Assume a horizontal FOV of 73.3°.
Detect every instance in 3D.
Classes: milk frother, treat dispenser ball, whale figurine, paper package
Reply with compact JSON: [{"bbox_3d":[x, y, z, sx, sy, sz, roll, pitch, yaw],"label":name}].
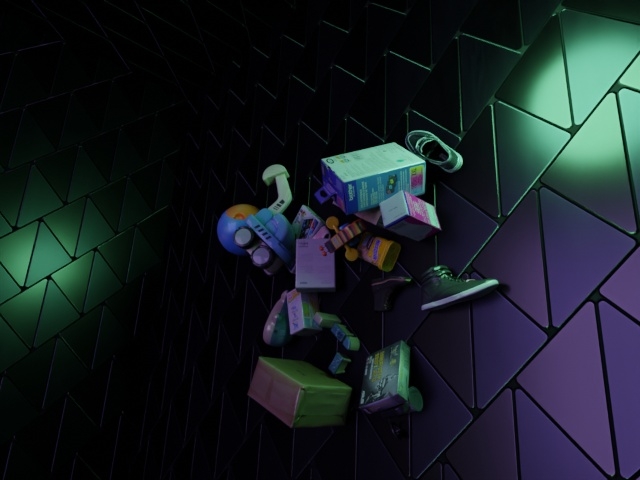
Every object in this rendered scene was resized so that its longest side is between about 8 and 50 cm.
[{"bbox_3d":[0.296,0.614,1.526,0.134,0.129,0.143,-33,97,37],"label":"milk frother"},{"bbox_3d":[-0.426,-0.058,2.388,0.288,0.288,0.288,-19,63,43],"label":"treat dispenser ball"},{"bbox_3d":[-0.176,0.381,2.080,0.141,0.216,0.272,19,76,6],"label":"whale figurine"},{"bbox_3d":[-0.083,0.618,1.762,0.324,0.309,0.168,11,83,48],"label":"paper package"}]

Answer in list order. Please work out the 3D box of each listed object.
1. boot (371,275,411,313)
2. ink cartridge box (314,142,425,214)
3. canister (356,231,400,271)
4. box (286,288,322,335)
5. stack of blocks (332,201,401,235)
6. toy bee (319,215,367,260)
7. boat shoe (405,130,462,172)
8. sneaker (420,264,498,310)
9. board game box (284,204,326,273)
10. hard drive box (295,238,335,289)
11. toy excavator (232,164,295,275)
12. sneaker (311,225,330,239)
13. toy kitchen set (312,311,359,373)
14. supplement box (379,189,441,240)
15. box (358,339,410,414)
[{"bbox_3d":[0.281,0.214,1.693,0.198,0.076,0.137,-21,65,57],"label":"boot"},{"bbox_3d":[0.171,-0.244,1.688,0.270,0.395,0.151,-123,23,-57],"label":"ink cartridge box"},{"bbox_3d":[0.236,0.043,1.792,0.170,0.073,0.126,27,96,50],"label":"canister"},{"bbox_3d":[-0.077,0.330,2.002,0.103,0.114,0.203,-33,54,39],"label":"box"},{"bbox_3d":[0.210,-0.128,1.804,0.297,0.171,0.087,33,101,49],"label":"stack of blocks"},{"bbox_3d":[0.084,0.013,1.818,0.195,0.162,0.298,50,157,25],"label":"toy bee"},{"bbox_3d":[0.425,-0.366,1.702,0.108,0.102,0.301,-55,44,19],"label":"boat shoe"},{"bbox_3d":[0.458,0.141,1.487,0.295,0.104,0.147,-29,62,44],"label":"sneaker"},{"bbox_3d":[-0.103,-0.006,2.194,0.305,0.053,0.193,-60,42,14],"label":"board game box"},{"bbox_3d":[-0.022,0.114,1.963,0.181,0.089,0.232,0,70,1],"label":"hard drive box"},{"bbox_3d":[-0.233,-0.107,2.163,0.445,0.222,0.433,-44,69,-6],"label":"toy excavator"},{"bbox_3d":[0.000,0.000,2.080,0.134,0.051,0.070,-53,39,15],"label":"sneaker"},{"bbox_3d":[0.041,0.435,1.832,0.207,0.122,0.166,41,107,47],"label":"toy kitchen set"},{"bbox_3d":[0.338,-0.088,1.613,0.111,0.220,0.114,-30,55,37],"label":"supplement box"},{"bbox_3d":[0.236,0.497,1.566,0.183,0.056,0.231,-36,22,35],"label":"box"}]
